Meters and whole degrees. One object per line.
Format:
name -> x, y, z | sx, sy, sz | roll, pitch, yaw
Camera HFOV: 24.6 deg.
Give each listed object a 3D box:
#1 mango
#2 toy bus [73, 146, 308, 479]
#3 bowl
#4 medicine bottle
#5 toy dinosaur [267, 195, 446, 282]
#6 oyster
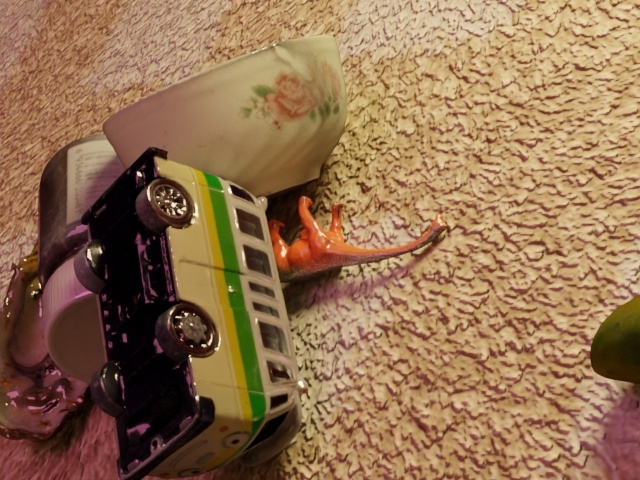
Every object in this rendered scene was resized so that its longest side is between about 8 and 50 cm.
mango -> 0.293, 0.065, 1.135 | 0.122, 0.085, 0.191 | -42, 18, -19
toy bus -> -0.122, 0.082, 1.441 | 0.143, 0.179, 0.305 | -40, 49, 36
bowl -> -0.088, -0.110, 1.603 | 0.277, 0.145, 0.277 | -20, 1, 0
medicine bottle -> -0.239, 0.019, 1.668 | 0.165, 0.165, 0.273 | -32, 40, 19
toy dinosaur -> 0.004, 0.003, 1.533 | 0.279, 0.055, 0.101 | -23, 53, 29
oyster -> -0.326, 0.111, 1.754 | 0.129, 0.078, 0.345 | -15, 41, 7
